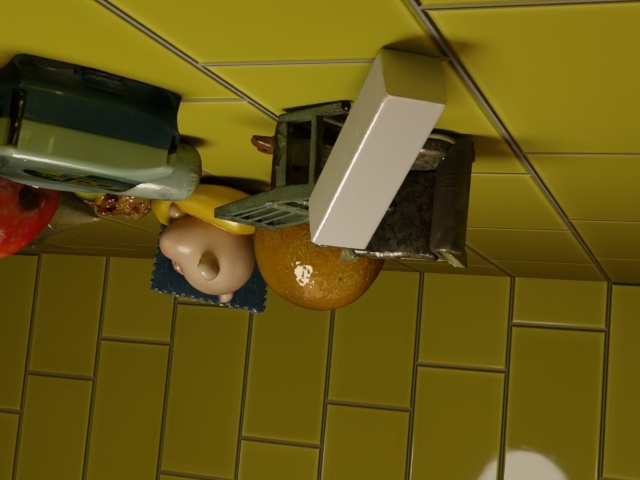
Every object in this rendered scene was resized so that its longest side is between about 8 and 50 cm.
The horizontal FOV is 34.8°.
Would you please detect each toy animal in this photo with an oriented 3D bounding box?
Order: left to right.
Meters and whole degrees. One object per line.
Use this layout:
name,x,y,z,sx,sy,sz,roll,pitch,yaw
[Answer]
toy animal,-0.241,0.006,2.219,0.277,0.247,0.345,10,179,11

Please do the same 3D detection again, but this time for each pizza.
pizza,-0.451,-0.099,2.197,0.161,0.086,0.305,4,172,14

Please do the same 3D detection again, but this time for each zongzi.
zongzi,-0.546,-0.042,2.096,0.300,0.145,0.274,19,164,13

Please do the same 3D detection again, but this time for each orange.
orange,0.000,0.000,1.973,0.274,0.274,0.274,5,173,1

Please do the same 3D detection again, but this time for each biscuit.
biscuit,-0.051,-0.156,1.712,0.130,0.019,0.119,-1,171,38

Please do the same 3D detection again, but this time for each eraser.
eraser,0.064,-0.104,1.272,0.078,0.076,0.298,7,144,-15

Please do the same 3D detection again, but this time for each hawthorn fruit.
hawthorn fruit,-0.563,-0.084,1.647,0.284,0.284,0.284,5,173,1

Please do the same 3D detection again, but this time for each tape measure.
tape measure,-0.362,-0.153,1.477,0.259,0.138,0.262,12,170,-36

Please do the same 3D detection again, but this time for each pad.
pad,-0.241,0.026,2.325,0.268,0.270,0.012,11,148,-12

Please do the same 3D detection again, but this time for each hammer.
hammer,-0.334,-0.127,1.842,0.201,0.113,0.305,10,177,-17

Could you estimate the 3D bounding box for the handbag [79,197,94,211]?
handbag,-0.624,-0.105,2.328,0.193,0.072,0.151,8,173,-38

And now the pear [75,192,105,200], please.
pear,-0.443,-0.126,1.986,0.092,0.092,0.097,2,-146,23

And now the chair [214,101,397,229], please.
chair,-0.023,-0.109,1.537,0.270,0.147,0.136,-7,166,43

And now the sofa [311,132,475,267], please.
sofa,0.114,-0.064,1.618,0.258,0.200,0.182,3,175,24
